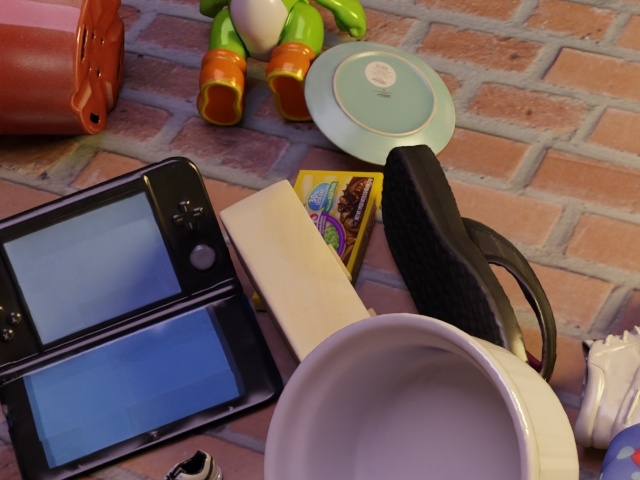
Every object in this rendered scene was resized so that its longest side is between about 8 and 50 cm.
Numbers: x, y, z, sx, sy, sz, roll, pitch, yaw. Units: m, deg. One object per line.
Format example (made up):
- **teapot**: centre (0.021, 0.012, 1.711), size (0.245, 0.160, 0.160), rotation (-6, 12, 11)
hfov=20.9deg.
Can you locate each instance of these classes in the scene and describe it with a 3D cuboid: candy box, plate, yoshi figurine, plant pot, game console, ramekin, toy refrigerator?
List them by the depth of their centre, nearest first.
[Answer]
- **ramekin**: centre (0.098, 0.209, 1.571), size (0.277, 0.135, 0.277), rotation (-5, 81, 34)
- **toy refrigerator**: centre (-0.004, 0.068, 1.817), size (0.094, 0.102, 0.269), rotation (-27, 52, -5)
- **game console**: centre (-0.222, 0.082, 1.848), size (0.293, 0.250, 0.173), rotation (-21, 18, -7)
- **candy box**: centre (0.000, 0.000, 1.965), size (0.105, 0.027, 0.206), rotation (1, 47, 19)
- **plate**: centre (0.074, -0.170, 2.059), size (0.188, 0.024, 0.188), rotation (8, 55, -11)
- **plant pot**: centre (-0.397, -0.241, 2.163), size (0.265, 0.272, 0.272), rotation (6, 47, 9)
- **yoshi figurine**: centre (-0.060, -0.305, 2.221), size (0.203, 0.203, 0.362), rotation (-31, 45, 45)

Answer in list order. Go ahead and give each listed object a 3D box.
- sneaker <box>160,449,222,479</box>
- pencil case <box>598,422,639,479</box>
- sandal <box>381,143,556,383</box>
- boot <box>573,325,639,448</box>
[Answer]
- **sneaker**: centre (-0.151, 0.249, 1.746), size (0.109, 0.043, 0.040), rotation (-35, 50, -17)
- **pencil case**: centre (0.265, 0.305, 1.525), size (0.119, 0.133, 0.306), rotation (25, 55, 9)
- **sandal**: centre (0.167, 0.053, 1.782), size (0.107, 0.167, 0.445), rotation (-4, 43, -14)
- **boot**: centre (0.323, 0.103, 1.726), size (0.123, 0.095, 0.258), rotation (10, 50, 14)
